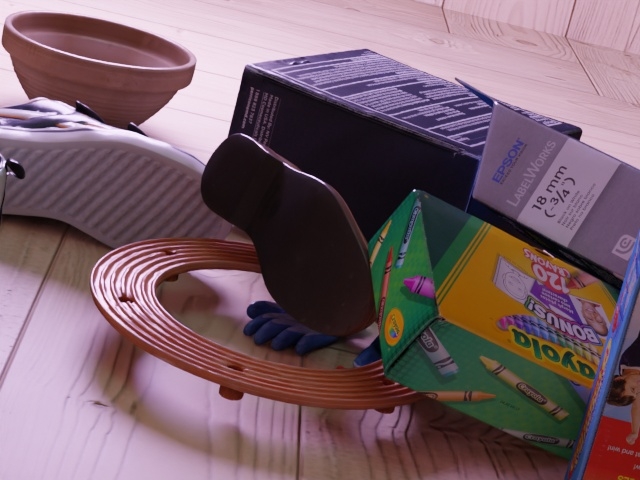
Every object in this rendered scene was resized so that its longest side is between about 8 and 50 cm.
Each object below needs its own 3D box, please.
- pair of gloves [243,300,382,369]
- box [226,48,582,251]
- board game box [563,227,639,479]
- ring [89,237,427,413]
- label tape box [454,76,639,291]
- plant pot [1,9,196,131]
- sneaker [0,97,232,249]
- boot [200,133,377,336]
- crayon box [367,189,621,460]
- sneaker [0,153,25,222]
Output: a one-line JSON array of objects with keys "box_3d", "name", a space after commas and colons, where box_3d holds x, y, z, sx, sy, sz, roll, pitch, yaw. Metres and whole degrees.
[{"box_3d": [0.026, 0.095, 1.797, 0.198, 0.023, 0.159, 24, 20, 28], "name": "pair of gloves"}, {"box_3d": [0.087, -0.077, 2.110, 0.294, 0.183, 0.296, 22, 19, 24], "name": "box"}, {"box_3d": [0.374, 0.125, 1.505, 0.308, 0.302, 0.086, 15, 17, 1], "name": "board game box"}, {"box_3d": [-0.044, 0.077, 1.717, 0.336, 0.032, 0.336, 13, 19, -4], "name": "ring"}, {"box_3d": [0.276, -0.017, 1.879, 0.240, 0.106, 0.334, 32, 0, -43], "name": "label tape box"}, {"box_3d": [-0.276, -0.195, 2.321, 0.237, 0.110, 0.237, 12, 18, -4], "name": "plant pot"}, {"box_3d": [-0.237, -0.074, 1.943, 0.321, 0.126, 0.127, 13, 23, 2], "name": "sneaker"}, {"box_3d": [0.000, 0.000, 1.776, 0.115, 0.112, 0.305, 27, 14, -36], "name": "boot"}, {"box_3d": [0.178, 0.086, 1.635, 0.278, 0.081, 0.165, 26, 34, -24], "name": "crayon box"}, {"box_3d": [-0.331, -0.049, 1.750, 0.094, 0.151, 0.256, 5, 18, -22], "name": "sneaker"}]
